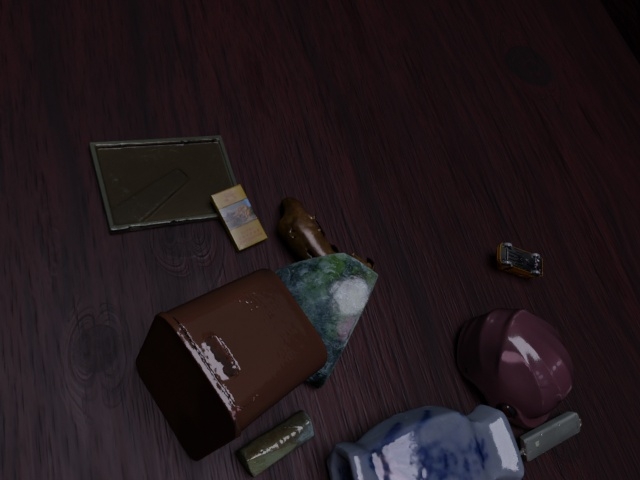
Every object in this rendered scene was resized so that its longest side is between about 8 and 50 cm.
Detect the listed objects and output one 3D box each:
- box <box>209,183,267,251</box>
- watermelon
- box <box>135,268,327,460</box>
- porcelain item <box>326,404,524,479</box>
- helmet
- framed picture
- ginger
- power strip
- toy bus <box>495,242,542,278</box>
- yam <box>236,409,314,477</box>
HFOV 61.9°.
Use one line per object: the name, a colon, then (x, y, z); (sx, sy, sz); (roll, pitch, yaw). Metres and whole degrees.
box: (-0.205, -0.057, 1.339); (0.087, 0.023, 0.155); (-27, 89, -27)
watermelon: (-0.028, 0.168, 1.274); (0.290, 0.214, 0.319); (17, 95, 20)
box: (-0.175, 0.236, 1.026); (0.229, 0.339, 0.239); (-27, 77, -36)
porcelain item: (0.229, 0.492, 1.165); (0.405, 0.178, 0.242); (-4, 66, -23)
helmet: (0.536, 0.316, 1.390); (0.338, 0.197, 0.271); (47, 53, 6)
framed picture: (-0.375, -0.150, 1.332); (0.335, 0.022, 0.247); (-10, 69, -29)
ginger: (-0.006, 0.012, 1.363); (0.309, 0.107, 0.133); (40, 68, 5)
power strip: (0.592, 0.514, 1.394); (0.253, 0.027, 0.060); (-12, 95, -29)
toy bus: (0.595, 0.065, 1.622); (0.162, 0.074, 0.069); (18, 65, -17)
yam: (-0.090, 0.425, 1.123); (0.169, 0.068, 0.068); (-25, 76, -33)
